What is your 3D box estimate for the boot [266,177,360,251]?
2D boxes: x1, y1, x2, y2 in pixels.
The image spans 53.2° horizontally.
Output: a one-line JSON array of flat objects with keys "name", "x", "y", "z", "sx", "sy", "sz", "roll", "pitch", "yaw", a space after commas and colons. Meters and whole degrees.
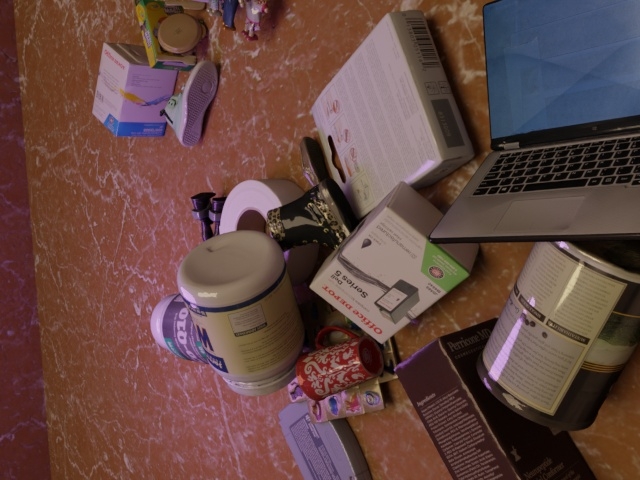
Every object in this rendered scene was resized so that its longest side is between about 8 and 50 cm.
[{"name": "boot", "x": 0.000, "y": -0.001, "z": 1.411, "sx": 0.179, "sy": 0.085, "sz": 0.236, "roll": -23, "pitch": 98, "yaw": 25}]

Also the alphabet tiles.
[{"name": "alphabet tiles", "x": 0.032, "y": 0.268, "z": 1.491, "sx": 0.343, "sy": 0.011, "sz": 0.285, "roll": -25, "pitch": 72, "yaw": 39}]

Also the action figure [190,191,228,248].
[{"name": "action figure", "x": -0.298, "y": 0.014, "z": 1.788, "sx": 0.185, "sy": 0.099, "sz": 0.284, "roll": 20, "pitch": 114, "yaw": 36}]

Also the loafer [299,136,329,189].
[{"name": "loafer", "x": -0.021, "y": -0.170, "z": 1.489, "sx": 0.050, "sy": 0.056, "sz": 0.148, "roll": -25, "pitch": 78, "yaw": 39}]

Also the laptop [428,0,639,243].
[{"name": "laptop", "x": 0.364, "y": -0.211, "z": 0.955, "sx": 0.382, "sy": 0.408, "sz": 0.236, "roll": -2, "pitch": 128, "yaw": 47}]

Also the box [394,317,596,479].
[{"name": "box", "x": 0.314, "y": 0.342, "z": 1.114, "sx": 0.143, "sy": 0.191, "sz": 0.381, "roll": -48, "pitch": 63, "yaw": 39}]

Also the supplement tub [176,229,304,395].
[{"name": "supplement tub", "x": -0.166, "y": 0.166, "z": 1.434, "sx": 0.235, "sy": 0.235, "sz": 0.324, "roll": 24, "pitch": 139, "yaw": 42}]

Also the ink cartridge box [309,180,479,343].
[{"name": "ink cartridge box", "x": 0.139, "y": 0.051, "z": 1.251, "sx": 0.198, "sy": 0.114, "sz": 0.273, "roll": 39, "pitch": 129, "yaw": -4}]

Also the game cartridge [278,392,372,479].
[{"name": "game cartridge", "x": 0.013, "y": 0.516, "z": 1.559, "sx": 0.196, "sy": 0.060, "sz": 0.294, "roll": -49, "pitch": 61, "yaw": 43}]

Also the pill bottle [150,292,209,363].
[{"name": "pill bottle", "x": -0.309, "y": 0.231, "z": 1.740, "sx": 0.361, "sy": 0.204, "sz": 0.204, "roll": -6, "pitch": 92, "yaw": 51}]

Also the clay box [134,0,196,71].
[{"name": "clay box", "x": -0.443, "y": -0.598, "z": 1.822, "sx": 0.053, "sy": 0.127, "sz": 0.221, "roll": -23, "pitch": 80, "yaw": 47}]

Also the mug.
[{"name": "mug", "x": 0.038, "y": 0.260, "z": 1.401, "sx": 0.169, "sy": 0.113, "sz": 0.150, "roll": -27, "pitch": 80, "yaw": 35}]

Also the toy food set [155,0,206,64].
[{"name": "toy food set", "x": -0.385, "y": -0.571, "z": 1.772, "sx": 0.133, "sy": 0.038, "sz": 0.192, "roll": 6, "pitch": 77, "yaw": 4}]

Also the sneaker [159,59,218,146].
[{"name": "sneaker", "x": -0.381, "y": -0.413, "z": 1.809, "sx": 0.151, "sy": 0.094, "sz": 0.255, "roll": 47, "pitch": 126, "yaw": 34}]

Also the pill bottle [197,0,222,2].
[{"name": "pill bottle", "x": -0.303, "y": -0.728, "z": 1.668, "sx": 0.108, "sy": 0.108, "sz": 0.193, "roll": 20, "pitch": 111, "yaw": 43}]

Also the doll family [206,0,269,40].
[{"name": "doll family", "x": -0.222, "y": -0.609, "z": 1.549, "sx": 0.263, "sy": 0.118, "sz": 0.163, "roll": 55, "pitch": 142, "yaw": 38}]

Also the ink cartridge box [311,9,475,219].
[{"name": "ink cartridge box", "x": 0.129, "y": -0.233, "z": 1.328, "sx": 0.385, "sy": 0.091, "sz": 0.308, "roll": -37, "pitch": 69, "yaw": 61}]

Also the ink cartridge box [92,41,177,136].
[{"name": "ink cartridge box", "x": -0.564, "y": -0.457, "z": 1.941, "sx": 0.171, "sy": 0.168, "sz": 0.232, "roll": 41, "pitch": 124, "yaw": 34}]

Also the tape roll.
[{"name": "tape roll", "x": -0.133, "y": -0.013, "z": 1.601, "sx": 0.286, "sy": 0.100, "sz": 0.286, "roll": 10, "pitch": 104, "yaw": 45}]

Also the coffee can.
[{"name": "coffee can", "x": 0.388, "y": 0.122, "z": 0.991, "sx": 0.201, "sy": 0.202, "sz": 0.275, "roll": 38, "pitch": 122, "yaw": 37}]
